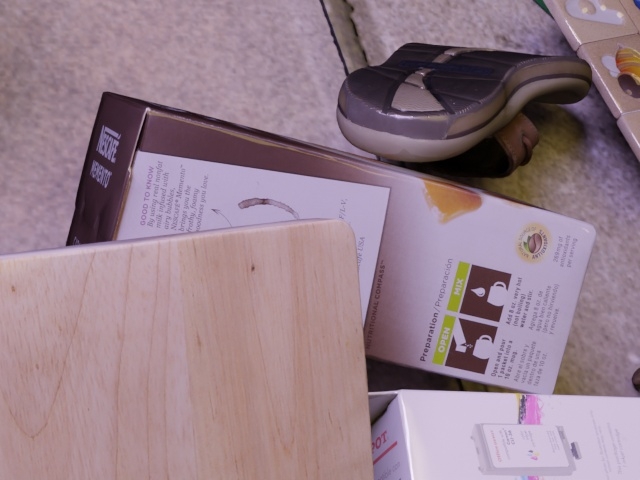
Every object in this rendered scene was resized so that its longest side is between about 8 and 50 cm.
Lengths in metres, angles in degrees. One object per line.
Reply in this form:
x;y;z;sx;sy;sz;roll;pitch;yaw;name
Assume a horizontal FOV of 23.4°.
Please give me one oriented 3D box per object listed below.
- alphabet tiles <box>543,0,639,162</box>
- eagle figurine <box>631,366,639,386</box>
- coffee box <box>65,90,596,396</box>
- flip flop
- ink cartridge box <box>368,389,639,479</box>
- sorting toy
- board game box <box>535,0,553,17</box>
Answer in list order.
0.323;-0.138;1.111;0.342;0.011;0.285;-14;67;-32;alphabet tiles
0.344;0.109;0.912;0.298;0.225;0.226;14;43;-4;eagle figurine
0.000;0.000;0.825;0.246;0.141;0.098;13;94;-18;coffee box
0.088;-0.071;0.935;0.112;0.080;0.277;8;17;21;flip flop
0.074;0.131;0.805;0.198;0.115;0.067;4;58;-22;ink cartridge box
-0.107;0.129;0.673;0.255;0.089;0.257;-7;96;-27;sorting toy
0.255;-0.208;1.160;0.317;0.046;0.213;45;51;7;board game box
